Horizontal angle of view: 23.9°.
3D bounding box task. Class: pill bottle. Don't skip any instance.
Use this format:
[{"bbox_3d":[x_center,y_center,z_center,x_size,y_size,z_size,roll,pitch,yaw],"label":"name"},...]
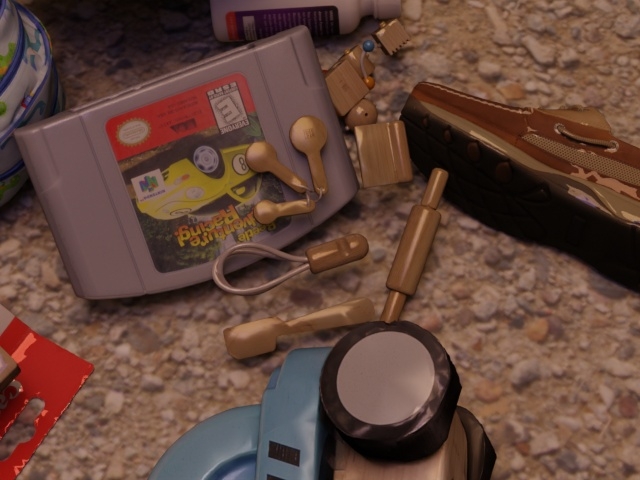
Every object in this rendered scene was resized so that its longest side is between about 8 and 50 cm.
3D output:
[{"bbox_3d":[-0.016,-0.264,1.557,0.193,0.108,0.108,-3,62,1],"label":"pill bottle"}]

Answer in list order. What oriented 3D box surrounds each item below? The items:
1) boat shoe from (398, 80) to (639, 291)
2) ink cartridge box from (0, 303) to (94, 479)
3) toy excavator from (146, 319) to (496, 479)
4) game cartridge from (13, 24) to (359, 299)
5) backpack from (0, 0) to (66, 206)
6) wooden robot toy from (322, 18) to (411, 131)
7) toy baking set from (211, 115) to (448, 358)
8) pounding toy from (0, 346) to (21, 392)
[{"bbox_3d":[0.232,-0.065,1.441,0.324,0.122,0.120,29,62,8],"label":"boat shoe"},{"bbox_3d":[-0.353,0.126,1.399,0.224,0.056,0.181,26,66,18],"label":"ink cartridge box"},{"bbox_3d":[-0.093,0.300,1.230,0.445,0.222,0.433,-4,61,16],"label":"toy excavator"},{"bbox_3d":[-0.117,-0.063,1.424,0.294,0.196,0.060,-22,18,-11],"label":"game cartridge"},{"bbox_3d":[-0.424,-0.163,1.469,0.355,0.273,0.290,30,61,3],"label":"backpack"},{"bbox_3d":[0.032,-0.144,1.529,0.173,0.076,0.079,-43,103,-18],"label":"wooden robot toy"},{"bbox_3d":[0.007,0.001,1.417,0.196,0.030,0.256,16,86,-6],"label":"toy baking set"},{"bbox_3d":[-0.362,0.161,1.325,0.181,0.094,0.206,44,78,0],"label":"pounding toy"}]
